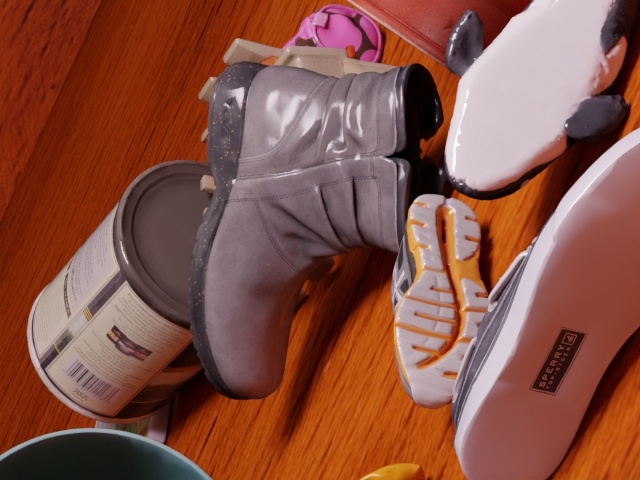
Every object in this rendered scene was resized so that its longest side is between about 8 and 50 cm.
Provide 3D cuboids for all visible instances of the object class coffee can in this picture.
[{"bbox_3d":[-0.187,0.062,2.132,0.275,0.202,0.201,-43,30,50],"label":"coffee can"}]

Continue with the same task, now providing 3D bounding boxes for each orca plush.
[{"bbox_3d":[0.184,-0.151,1.546,0.102,0.151,0.287,67,-143,-72],"label":"orca plush"}]

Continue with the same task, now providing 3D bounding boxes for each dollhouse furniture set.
[{"bbox_3d":[-0.019,-0.088,1.973,0.259,0.135,0.262,130,141,-52],"label":"dollhouse furniture set"}]

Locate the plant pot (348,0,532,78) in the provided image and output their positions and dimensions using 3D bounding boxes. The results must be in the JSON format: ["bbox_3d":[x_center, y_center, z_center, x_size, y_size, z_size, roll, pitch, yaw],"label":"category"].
[{"bbox_3d":[0.127,-0.300,1.661,0.265,0.272,0.272,-55,20,7],"label":"plant pot"}]

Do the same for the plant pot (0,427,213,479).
[{"bbox_3d":[-0.225,0.356,1.798,0.235,0.293,0.293,118,166,-59],"label":"plant pot"}]

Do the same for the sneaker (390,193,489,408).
[{"bbox_3d":[0.096,0.061,1.582,0.215,0.084,0.083,-81,10,-45],"label":"sneaker"}]

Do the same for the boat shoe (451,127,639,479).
[{"bbox_3d":[0.177,0.036,1.350,0.102,0.108,0.301,-106,36,-60],"label":"boat shoe"}]

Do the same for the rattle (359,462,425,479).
[{"bbox_3d":[0.020,0.286,1.500,0.143,0.130,0.199,-11,28,12],"label":"rattle"}]

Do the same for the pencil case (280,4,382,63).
[{"bbox_3d":[-0.019,-0.190,2.128,0.209,0.098,0.095,-36,18,53],"label":"pencil case"}]

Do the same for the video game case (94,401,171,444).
[{"bbox_3d":[-0.231,0.208,2.355,0.206,0.026,0.227,-49,24,41],"label":"video game case"}]

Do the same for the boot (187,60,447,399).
[{"bbox_3d":[0.000,0.000,1.768,0.223,0.118,0.338,8,103,31],"label":"boot"}]
